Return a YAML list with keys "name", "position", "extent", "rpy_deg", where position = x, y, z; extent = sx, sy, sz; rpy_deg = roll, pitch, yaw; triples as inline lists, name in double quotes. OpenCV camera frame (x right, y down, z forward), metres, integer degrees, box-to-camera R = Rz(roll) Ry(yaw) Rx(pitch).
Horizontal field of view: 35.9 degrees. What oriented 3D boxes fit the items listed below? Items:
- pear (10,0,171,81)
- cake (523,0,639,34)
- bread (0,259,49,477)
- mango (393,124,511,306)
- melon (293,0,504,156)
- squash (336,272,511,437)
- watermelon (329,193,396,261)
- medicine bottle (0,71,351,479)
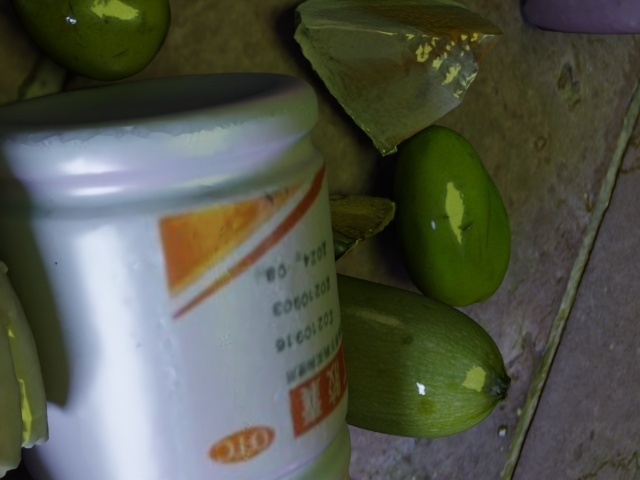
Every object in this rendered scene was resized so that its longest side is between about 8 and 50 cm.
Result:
- name: "pear"
  position: [-0.134, -0.139, 0.587]
  extent: [0.097, 0.092, 0.092]
  rpy_deg: [-15, 108, -43]
- name: "cake"
  position: [0.360, -0.323, 0.943]
  extent: [0.309, 0.230, 0.237]
  rpy_deg: [-22, 111, -40]
- name: "bread"
  position: [-0.287, 0.043, 0.409]
  extent: [0.314, 0.171, 0.192]
  rpy_deg: [-19, 106, -40]
- name: "mango"
  position: [0.108, -0.014, 0.846]
  extent: [0.163, 0.089, 0.117]
  rpy_deg: [56, 47, -36]
- name: "melon"
  position: [0.061, -0.133, 0.784]
  extent: [0.202, 0.093, 0.139]
  rpy_deg: [-10, 116, -37]
- name: "squash"
  position: [0.058, 0.095, 0.759]
  extent: [0.123, 0.186, 0.123]
  rpy_deg: [-19, 115, -47]
- name: "watermelon"
  position: [-0.005, 0.009, 0.734]
  extent: [0.181, 0.092, 0.075]
  rpy_deg: [-42, 143, -74]
- name: "medicine bottle"
  position: [-0.086, 0.069, 0.594]
  extent: [0.202, 0.202, 0.316]
  rpy_deg: [-21, 113, -41]
